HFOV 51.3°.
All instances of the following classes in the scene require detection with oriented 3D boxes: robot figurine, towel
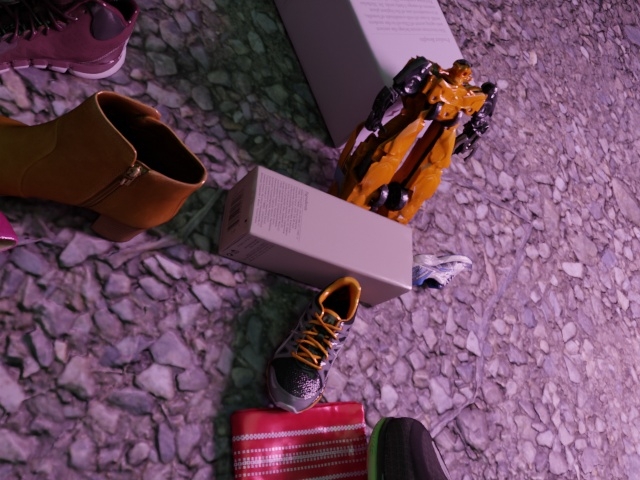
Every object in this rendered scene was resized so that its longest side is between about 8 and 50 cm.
[{"bbox_3d":[0.130,-0.147,0.995,0.211,0.291,0.085,9,36,-35],"label":"robot figurine"},{"bbox_3d":[-0.008,0.338,0.816,0.199,0.031,0.274,6,62,-30],"label":"towel"}]

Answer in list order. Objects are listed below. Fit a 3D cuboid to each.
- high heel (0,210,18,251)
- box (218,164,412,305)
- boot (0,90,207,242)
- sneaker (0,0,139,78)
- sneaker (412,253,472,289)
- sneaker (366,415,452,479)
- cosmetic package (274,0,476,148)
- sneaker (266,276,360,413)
[{"bbox_3d":[-0.419,0.023,0.644,0.117,0.082,0.244,40,37,-2],"label":"high heel"},{"bbox_3d":[0.000,0.000,0.957,0.275,0.094,0.113,22,58,-28],"label":"box"},{"bbox_3d":[-0.282,-0.109,0.720,0.295,0.211,0.104,30,53,-22],"label":"boot"},{"bbox_3d":[-0.347,-0.273,0.781,0.281,0.162,0.106,-12,76,-40],"label":"sneaker"},{"bbox_3d":[0.198,0.055,1.115,0.135,0.052,0.058,1,79,-29],"label":"sneaker"},{"bbox_3d":[0.224,0.397,0.763,0.482,0.202,0.185,54,15,30],"label":"sneaker"},{"bbox_3d":[0.067,-0.403,1.152,0.230,0.161,0.453,-14,77,-40],"label":"cosmetic package"},{"bbox_3d":[-0.006,0.130,0.887,0.084,0.083,0.214,28,49,-1],"label":"sneaker"}]
